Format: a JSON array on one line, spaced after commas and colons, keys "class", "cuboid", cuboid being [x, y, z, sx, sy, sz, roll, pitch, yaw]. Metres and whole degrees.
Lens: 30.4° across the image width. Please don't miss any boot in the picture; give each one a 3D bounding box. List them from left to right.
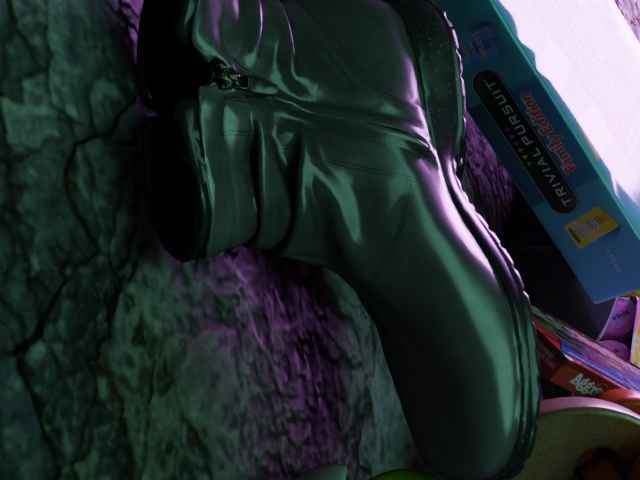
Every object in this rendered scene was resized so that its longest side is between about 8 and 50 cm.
[{"class": "boot", "cuboid": [0.000, 0.000, 0.718, 0.223, 0.118, 0.338, -5, 75, -41]}]

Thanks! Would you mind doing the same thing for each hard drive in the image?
[{"class": "hard drive", "cuboid": [0.269, -0.017, 1.228, 0.172, 0.054, 0.254, 61, 36, -28]}]

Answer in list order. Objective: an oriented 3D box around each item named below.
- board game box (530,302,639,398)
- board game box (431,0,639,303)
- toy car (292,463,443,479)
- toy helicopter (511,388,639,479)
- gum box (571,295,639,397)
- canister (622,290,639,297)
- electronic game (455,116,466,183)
[{"class": "board game box", "cuboid": [0.253, 0.120, 1.043, 0.281, 0.145, 0.027, 29, 101, -36]}, {"class": "board game box", "cuboid": [0.231, -0.148, 1.115, 0.336, 0.079, 0.254, 55, 38, -15]}, {"class": "toy car", "cuboid": [0.041, 0.235, 0.725, 0.136, 0.159, 0.182, 97, 7, -53]}, {"class": "toy helicopter", "cuboid": [0.181, 0.292, 0.889, 0.140, 0.235, 0.355, -133, -142, -75]}, {"class": "gum box", "cuboid": [0.318, 0.158, 1.249, 0.107, 0.062, 0.188, 55, 39, -35]}, {"class": "canister", "cuboid": [0.438, -0.001, 1.386, 0.073, 0.170, 0.126, 55, 39, -36]}, {"class": "electronic game", "cuboid": [0.039, -0.093, 0.881, 0.229, 0.048, 0.229, 13, 73, -48]}]
